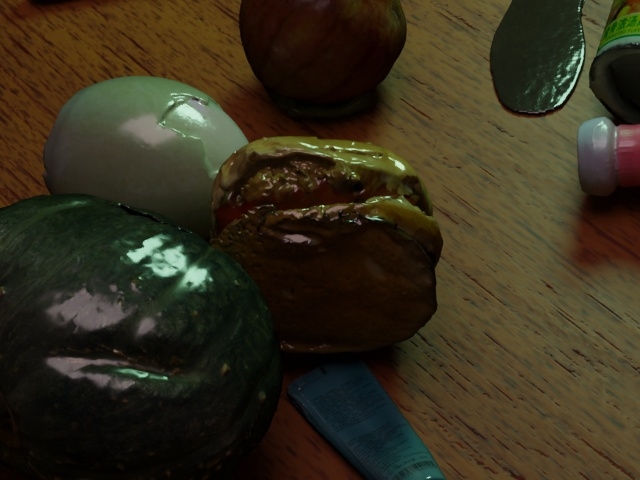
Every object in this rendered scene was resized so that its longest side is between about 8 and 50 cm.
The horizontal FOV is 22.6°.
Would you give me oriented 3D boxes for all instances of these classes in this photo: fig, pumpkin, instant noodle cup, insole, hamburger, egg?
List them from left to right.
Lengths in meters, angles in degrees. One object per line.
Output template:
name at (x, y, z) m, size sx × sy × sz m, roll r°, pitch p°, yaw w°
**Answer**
pumpkin at (-0.192, 0.110, 1.433) m, size 0.327 × 0.291 × 0.257 m, roll 36°, pitch 53°, yaw 25°
egg at (-0.170, -0.077, 1.677) m, size 0.217 × 0.183 × 0.183 m, roll 20°, pitch 53°, yaw 17°
fig at (-0.004, -0.234, 1.807) m, size 0.205 × 0.205 × 0.205 m, roll -5°, pitch 46°, yaw 5°
hamburger at (0.000, 0.000, 1.534) m, size 0.244 × 0.244 × 0.163 m, roll -3°, pitch 50°, yaw 8°
insole at (0.265, -0.260, 1.890) m, size 0.111 × 0.007 × 0.328 m, roll 6°, pitch 48°, yaw 14°
instant noodle cup at (0.402, -0.242, 1.734) m, size 0.207 × 0.207 × 0.233 m, roll 15°, pitch 58°, yaw 23°

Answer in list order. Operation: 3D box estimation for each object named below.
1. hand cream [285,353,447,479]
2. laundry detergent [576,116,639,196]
hand cream at (0.051, 0.185, 1.487) m, size 0.083 × 0.048 × 0.224 m, roll -26°, pitch 42°, yaw -15°
laundry detergent at (0.429, -0.090, 1.613) m, size 0.335 × 0.159 × 0.088 m, roll -3°, pitch 7°, yaw 16°
